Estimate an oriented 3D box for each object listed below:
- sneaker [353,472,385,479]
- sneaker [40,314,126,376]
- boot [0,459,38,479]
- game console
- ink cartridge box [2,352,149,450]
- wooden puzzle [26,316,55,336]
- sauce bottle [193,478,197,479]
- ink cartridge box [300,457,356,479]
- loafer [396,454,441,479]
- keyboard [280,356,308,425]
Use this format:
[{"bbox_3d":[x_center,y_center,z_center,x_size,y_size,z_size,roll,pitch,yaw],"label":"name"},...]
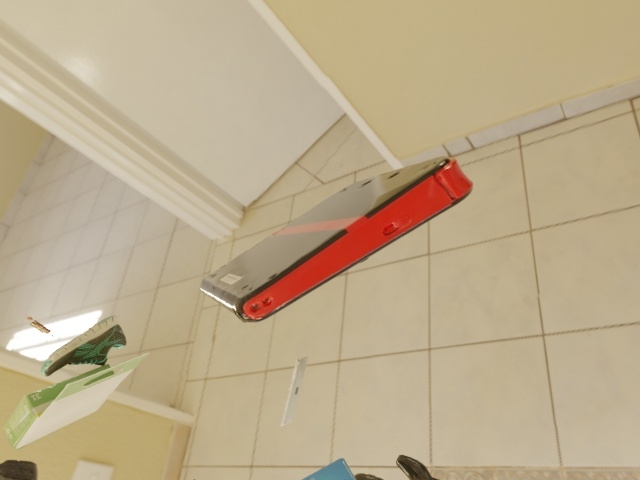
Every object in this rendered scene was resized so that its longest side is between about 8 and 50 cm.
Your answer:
[{"bbox_3d":[0.179,0.733,1.384,0.267,0.106,0.101,38,117,13],"label":"sneaker"},{"bbox_3d":[-0.442,0.213,0.992,0.166,0.076,0.065,-36,10,-39],"label":"sneaker"},{"bbox_3d":[-0.616,0.498,0.903,0.118,0.338,0.222,-35,56,10],"label":"boot"},{"bbox_3d":[0.000,0.000,0.757,0.342,0.060,0.387,-34,9,-17],"label":"game console"},{"bbox_3d":[-0.441,0.270,0.942,0.056,0.171,0.235,51,118,14],"label":"ink cartridge box"},{"bbox_3d":[-0.714,0.222,1.329,0.049,0.083,0.006,-26,29,48],"label":"wooden puzzle"},{"bbox_3d":[-0.328,0.635,1.241,0.042,0.042,0.128,6,49,43],"label":"sauce bottle"},{"bbox_3d":[0.094,0.766,1.205,0.166,0.285,0.395,-23,30,-15],"label":"ink cartridge box"},{"bbox_3d":[0.270,0.650,1.409,0.170,0.062,0.061,32,42,28],"label":"loafer"},{"bbox_3d":[-0.094,0.547,1.895,0.014,0.072,0.255,16,96,27],"label":"keyboard"}]
